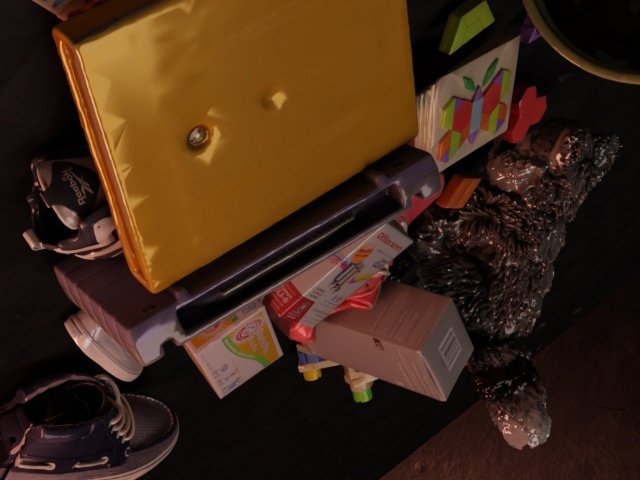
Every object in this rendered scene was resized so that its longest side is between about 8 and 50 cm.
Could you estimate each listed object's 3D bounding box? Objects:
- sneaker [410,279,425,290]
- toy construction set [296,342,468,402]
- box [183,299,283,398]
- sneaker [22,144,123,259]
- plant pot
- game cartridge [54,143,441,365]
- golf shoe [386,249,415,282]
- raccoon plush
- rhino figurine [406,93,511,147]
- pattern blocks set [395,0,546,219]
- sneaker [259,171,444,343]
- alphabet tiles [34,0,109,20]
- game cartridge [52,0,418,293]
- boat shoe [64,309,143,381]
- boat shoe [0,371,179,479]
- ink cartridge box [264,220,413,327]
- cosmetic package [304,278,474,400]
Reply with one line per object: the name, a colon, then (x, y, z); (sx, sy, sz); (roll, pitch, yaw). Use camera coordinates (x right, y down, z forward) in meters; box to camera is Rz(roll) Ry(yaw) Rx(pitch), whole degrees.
sneaker: (0.230, 0.079, 2.232); (0.224, 0.083, 0.098); (-39, 165, 0)
toy construction set: (0.132, 0.141, 2.038); (0.328, 0.151, 0.215); (-33, -160, -16)
box: (-0.129, 0.103, 1.625); (0.103, 0.114, 0.203); (-35, 159, -9)
sneaker: (-0.186, -0.063, 1.191); (0.235, 0.094, 0.153); (-36, 171, 24)
plant pot: (0.358, -0.286, 1.438); (0.276, 0.276, 0.254); (-40, 171, 5)
game cartridge: (-0.081, -0.017, 1.320); (0.355, 0.230, 0.068); (-31, 122, -19)
golf shoe: (0.070, 0.057, 1.939); (0.198, 0.077, 0.094); (-38, 172, 20)
raccoon plush: (0.328, 0.036, 1.826); (0.299, 0.446, 0.216); (-25, -175, 27)
rhino figurine: (0.164, -0.148, 1.633); (0.243, 0.073, 0.106); (-19, 148, -48)
pattern blocks set: (0.177, -0.157, 1.545); (0.325, 0.026, 0.285); (-43, 144, -27)
sneaker: (0.056, 0.023, 1.730); (0.314, 0.136, 0.116); (-36, 161, -5)
alphabet tiles: (-0.110, -0.231, 1.083); (0.198, 0.009, 0.237); (-41, 159, 9)
game cartridge: (-0.057, -0.137, 1.155); (0.324, 0.053, 0.285); (-32, 137, -23)
boat shoe: (-0.244, 0.115, 1.545); (0.063, 0.066, 0.184); (-37, 150, -1)
boat shoe: (-0.277, 0.231, 1.627); (0.158, 0.127, 0.341); (-42, 160, 33)
ink cartridge box: (0.000, 0.000, 1.597); (0.176, 0.127, 0.128); (-42, 159, 8)
cosmetic package: (0.078, 0.120, 1.780); (0.107, 0.238, 0.127); (-58, 140, -26)
